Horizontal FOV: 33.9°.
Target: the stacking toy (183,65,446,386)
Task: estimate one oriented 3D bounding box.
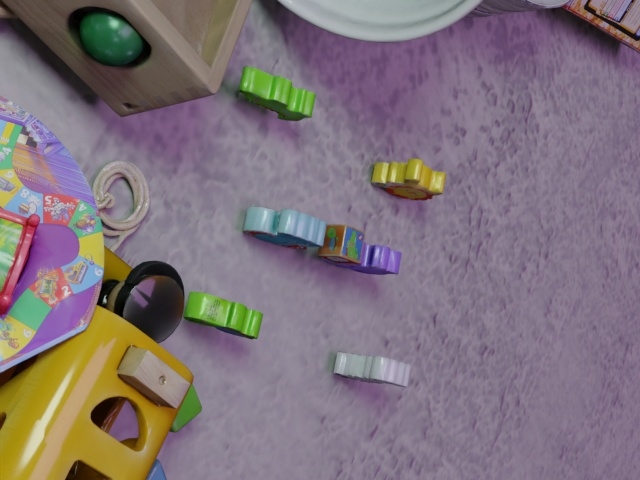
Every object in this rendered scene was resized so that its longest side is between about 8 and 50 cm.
[{"bbox_3d":[0.000,0.000,0.726,0.221,0.052,0.166,24,73,-46],"label":"stacking toy"}]

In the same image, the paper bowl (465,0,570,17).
[{"bbox_3d":[0.157,-0.322,0.811,0.284,0.148,0.284,-4,95,-48],"label":"paper bowl"}]

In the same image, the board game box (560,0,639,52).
[{"bbox_3d":[0.306,-0.270,1.015,0.194,0.045,0.146,10,115,-50],"label":"board game box"}]

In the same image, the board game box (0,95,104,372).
[{"bbox_3d":[-0.176,0.001,0.465,0.169,0.033,0.133,-27,88,-27],"label":"board game box"}]

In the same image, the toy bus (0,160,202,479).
[{"bbox_3d":[-0.119,0.070,0.544,0.191,0.104,0.202,-19,107,-48],"label":"toy bus"}]

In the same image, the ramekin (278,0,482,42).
[{"bbox_3d":[0.043,-0.237,0.645,0.109,0.207,0.207,-49,128,-47],"label":"ramekin"}]

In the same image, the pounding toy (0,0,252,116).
[{"bbox_3d":[-0.118,-0.138,0.554,0.130,0.100,0.141,47,48,-41],"label":"pounding toy"}]
